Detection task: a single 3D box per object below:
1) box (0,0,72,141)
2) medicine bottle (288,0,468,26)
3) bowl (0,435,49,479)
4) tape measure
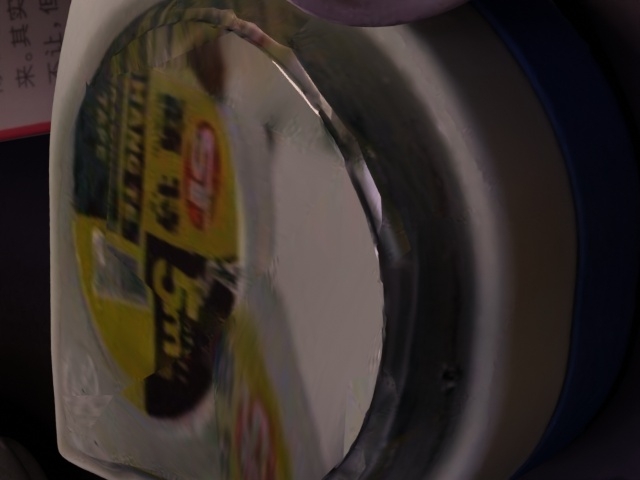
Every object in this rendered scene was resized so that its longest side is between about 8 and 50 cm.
[{"bbox_3d":[-0.301,-0.189,0.842,0.300,0.312,0.314,7,106,47],"label":"box"},{"bbox_3d":[-0.012,-0.199,0.586,0.144,0.145,0.252,-64,37,38],"label":"medicine bottle"},{"bbox_3d":[-0.248,0.195,1.017,0.313,0.146,0.313,15,111,46],"label":"bowl"},{"bbox_3d":[-0.002,0.000,0.677,0.262,0.138,0.259,21,118,45],"label":"tape measure"}]
